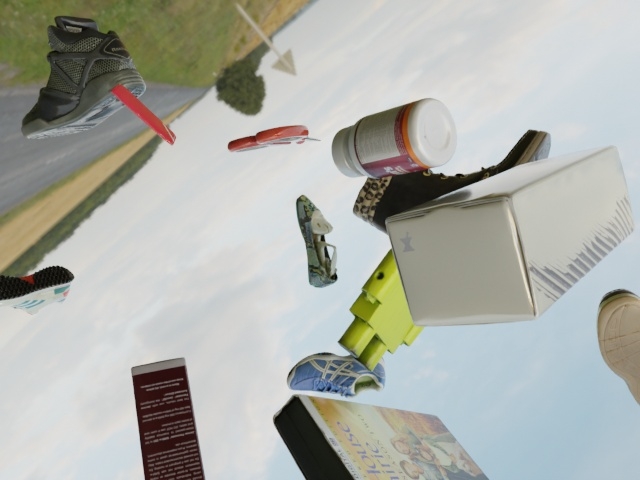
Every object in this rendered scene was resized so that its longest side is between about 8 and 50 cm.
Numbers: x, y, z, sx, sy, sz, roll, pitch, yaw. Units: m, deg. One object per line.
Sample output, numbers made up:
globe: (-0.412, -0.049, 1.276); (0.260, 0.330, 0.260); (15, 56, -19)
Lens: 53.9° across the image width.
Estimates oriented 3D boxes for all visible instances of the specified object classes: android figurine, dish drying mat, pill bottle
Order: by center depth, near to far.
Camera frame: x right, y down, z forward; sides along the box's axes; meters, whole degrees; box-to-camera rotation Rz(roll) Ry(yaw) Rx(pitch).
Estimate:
dish drying mat: (-0.190, -0.137, 0.685); (0.008, 0.083, 0.032); (-40, -158, 15)
android figurine: (0.139, 0.091, 1.061); (0.056, 0.248, 0.273); (32, -104, 32)
pill bottle: (0.129, -0.179, 1.155); (0.221, 0.121, 0.121); (-6, -142, 50)

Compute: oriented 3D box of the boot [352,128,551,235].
boot: (0.269, -0.118, 1.311); (0.284, 0.138, 0.377); (35, -92, 31)

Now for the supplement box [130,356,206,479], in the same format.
supplement box: (-0.184, 0.286, 0.791); (0.073, 0.239, 0.130); (-9, 148, -16)

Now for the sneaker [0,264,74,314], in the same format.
sneaker: (-0.466, 0.092, 0.979); (0.161, 0.057, 0.075); (-15, 138, -48)

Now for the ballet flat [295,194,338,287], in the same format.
ballet flat: (0.000, 0.000, 1.232); (0.070, 0.188, 0.070); (-11, -168, 2)

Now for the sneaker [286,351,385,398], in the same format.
sneaker: (0.035, 0.281, 1.298); (0.211, 0.080, 0.081); (-8, -148, -4)

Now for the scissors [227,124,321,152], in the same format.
scissors: (-0.028, -0.156, 0.959); (0.109, 0.021, 0.297); (-12, -177, 29)

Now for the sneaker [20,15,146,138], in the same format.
sneaker: (-0.349, -0.226, 0.880); (0.227, 0.130, 0.087); (-21, -179, 35)

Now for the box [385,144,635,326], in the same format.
box: (0.183, -0.014, 0.561); (0.113, 0.094, 0.275); (-10, -172, 43)

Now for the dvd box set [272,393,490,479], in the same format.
dvd box set: (0.148, 0.369, 0.908); (0.062, 0.420, 0.308); (-50, -130, 12)

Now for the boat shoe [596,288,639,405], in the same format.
boat shoe: (0.526, 0.176, 1.049); (0.102, 0.285, 0.092); (-29, -152, 23)
